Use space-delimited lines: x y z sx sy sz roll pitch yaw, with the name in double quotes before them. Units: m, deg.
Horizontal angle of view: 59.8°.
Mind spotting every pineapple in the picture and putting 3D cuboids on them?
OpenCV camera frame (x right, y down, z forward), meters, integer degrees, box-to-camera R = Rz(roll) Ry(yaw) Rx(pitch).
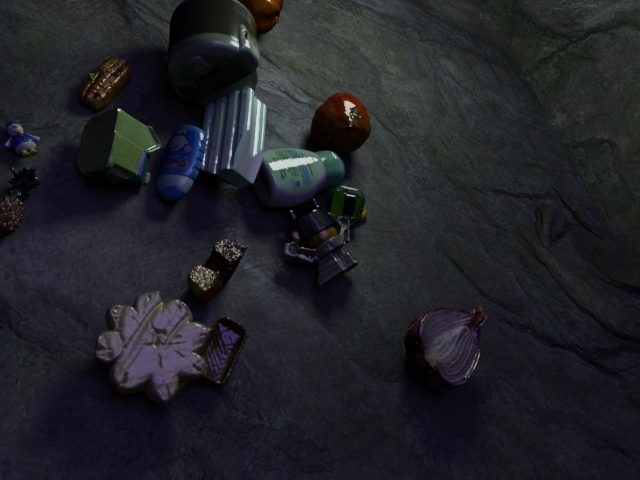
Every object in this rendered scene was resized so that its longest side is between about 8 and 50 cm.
"pineapple" -0.831 -0.102 1.501 0.083 0.103 0.221 19 55 -18

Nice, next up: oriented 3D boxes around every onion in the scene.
"onion" 0.424 0.346 1.902 0.349 0.159 0.267 -27 89 -36

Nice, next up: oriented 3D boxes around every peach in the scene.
"peach" 0.081 -0.439 2.118 0.232 0.232 0.256 34 9 -8

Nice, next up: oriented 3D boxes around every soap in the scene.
"soap" -0.295 -0.335 1.868 0.115 0.208 0.347 40 41 -47

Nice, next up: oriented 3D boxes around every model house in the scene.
"model house" -0.608 -0.260 1.704 0.189 0.195 0.214 21 65 -47

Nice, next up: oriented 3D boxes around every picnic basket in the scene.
"picnic basket" -0.288 0.316 1.586 0.110 0.055 0.193 33 51 -10

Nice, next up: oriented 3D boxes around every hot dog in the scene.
"hot dog" -0.709 -0.533 1.848 0.104 0.076 0.250 31 54 -9

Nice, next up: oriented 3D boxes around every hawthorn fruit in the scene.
"hawthorn fruit" -0.283 -0.969 2.270 0.261 0.224 0.224 16 54 -2

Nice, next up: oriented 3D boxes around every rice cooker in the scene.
"rice cooker" -0.368 -0.652 1.955 0.335 0.335 0.325 9 57 -25

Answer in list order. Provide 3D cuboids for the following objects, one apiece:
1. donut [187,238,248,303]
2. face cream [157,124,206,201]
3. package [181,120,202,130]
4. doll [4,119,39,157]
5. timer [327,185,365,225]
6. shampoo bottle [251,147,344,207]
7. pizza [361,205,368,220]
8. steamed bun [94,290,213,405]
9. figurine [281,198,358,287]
"donut" -0.322 0.096 1.650 0.085 0.141 0.217 34 42 4
"face cream" -0.452 -0.241 1.787 0.083 0.149 0.264 51 42 -56
"package" -0.444 -0.350 1.913 0.108 0.031 0.120 23 54 -16
"doll" -0.878 -0.300 1.626 0.099 0.057 0.143 -23 70 -36
"timer" 0.095 -0.126 2.023 0.128 0.047 0.140 12 96 -6
"shampoo bottle" -0.068 -0.235 1.981 0.350 0.151 0.222 -15 66 -34
"pizza" 0.133 -0.132 2.104 0.099 0.036 0.160 4 61 -28
"steamed bun" -0.433 0.288 1.464 0.295 0.137 0.292 -17 75 -29
"figurine" 0.004 -0.002 1.888 0.308 0.143 0.308 31 43 -33
